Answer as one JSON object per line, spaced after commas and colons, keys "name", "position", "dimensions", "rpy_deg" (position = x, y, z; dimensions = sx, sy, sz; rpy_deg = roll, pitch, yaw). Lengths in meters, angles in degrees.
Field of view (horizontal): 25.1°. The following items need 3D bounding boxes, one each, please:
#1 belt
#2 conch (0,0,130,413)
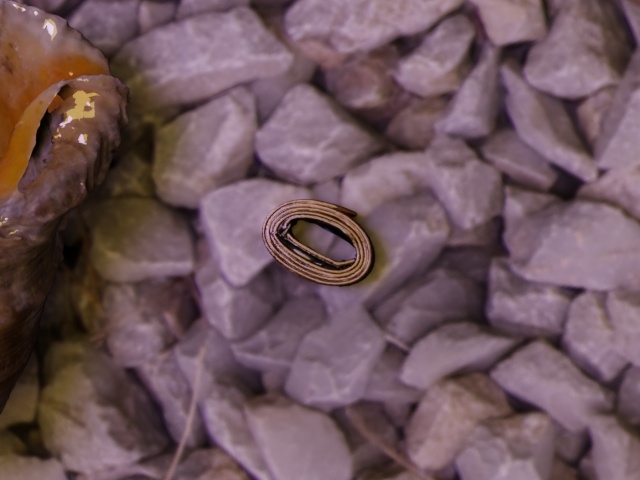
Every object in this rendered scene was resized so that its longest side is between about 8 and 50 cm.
{"name": "belt", "position": [0.000, 0.000, 1.032], "dimensions": [0.083, 0.036, 0.059], "rpy_deg": [25, 92, 6]}
{"name": "conch", "position": [-0.296, -0.011, 1.002], "dimensions": [0.352, 0.210, 0.297], "rpy_deg": [-43, 92, -18]}
